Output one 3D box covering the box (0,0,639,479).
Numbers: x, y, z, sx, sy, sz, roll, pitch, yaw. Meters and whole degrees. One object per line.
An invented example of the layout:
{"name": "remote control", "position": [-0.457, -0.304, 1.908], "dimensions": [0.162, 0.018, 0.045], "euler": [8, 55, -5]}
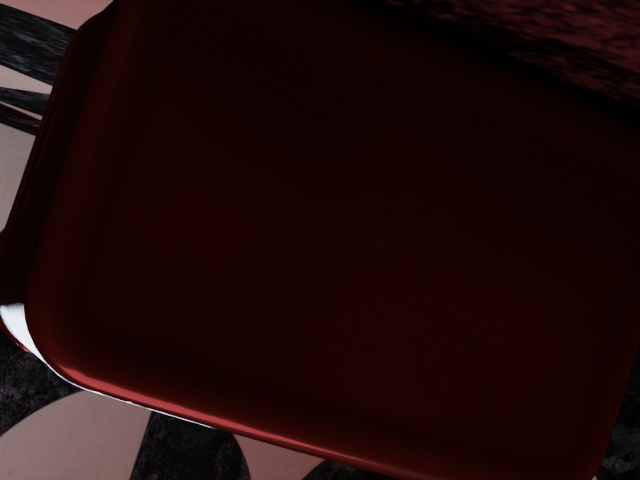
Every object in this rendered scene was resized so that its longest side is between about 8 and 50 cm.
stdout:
{"name": "box", "position": [0.000, 0.000, 0.621], "dimensions": [0.339, 0.239, 0.229], "euler": [19, 174, -18]}
